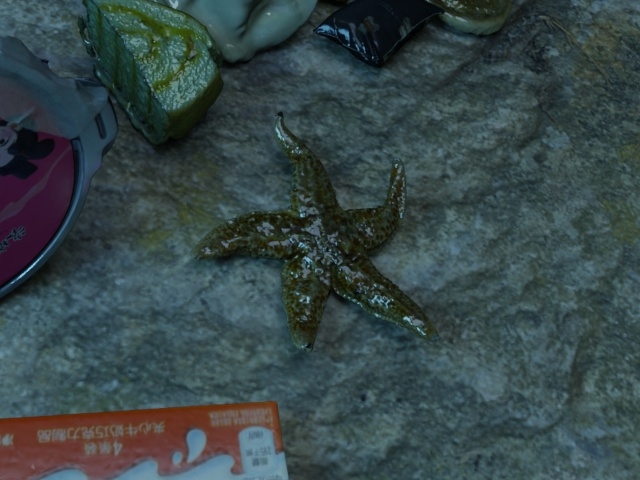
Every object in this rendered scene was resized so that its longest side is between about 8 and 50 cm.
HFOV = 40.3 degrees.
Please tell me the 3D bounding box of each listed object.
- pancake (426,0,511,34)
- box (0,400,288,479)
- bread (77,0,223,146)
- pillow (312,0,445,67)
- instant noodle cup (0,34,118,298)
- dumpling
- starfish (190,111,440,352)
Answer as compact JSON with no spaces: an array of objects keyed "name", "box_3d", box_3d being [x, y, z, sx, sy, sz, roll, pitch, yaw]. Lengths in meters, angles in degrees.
[{"name":"pancake","box_3d":[0.169,-0.314,1.088,0.152,0.025,0.151,9,57,-14]},{"name":"box","box_3d":[-0.145,0.250,0.614,0.273,0.048,0.265,-1,59,-19]},{"name":"bread","box_3d":[-0.153,-0.181,0.851,0.110,0.103,0.156,-32,82,-22]},{"name":"pillow","box_3d":[0.069,-0.251,1.002,0.090,0.048,0.150,42,54,3]},{"name":"instant noodle cup","box_3d":[-0.329,-0.078,0.663,0.302,0.258,0.181,-24,53,-29]},{"name":"dumpling","box_3d":[-0.083,-0.296,0.936,0.252,0.131,0.179,-40,100,-26]},{"name":"starfish","box_3d":[0.000,0.000,0.813,0.236,0.062,0.277,-22,70,-27]}]
